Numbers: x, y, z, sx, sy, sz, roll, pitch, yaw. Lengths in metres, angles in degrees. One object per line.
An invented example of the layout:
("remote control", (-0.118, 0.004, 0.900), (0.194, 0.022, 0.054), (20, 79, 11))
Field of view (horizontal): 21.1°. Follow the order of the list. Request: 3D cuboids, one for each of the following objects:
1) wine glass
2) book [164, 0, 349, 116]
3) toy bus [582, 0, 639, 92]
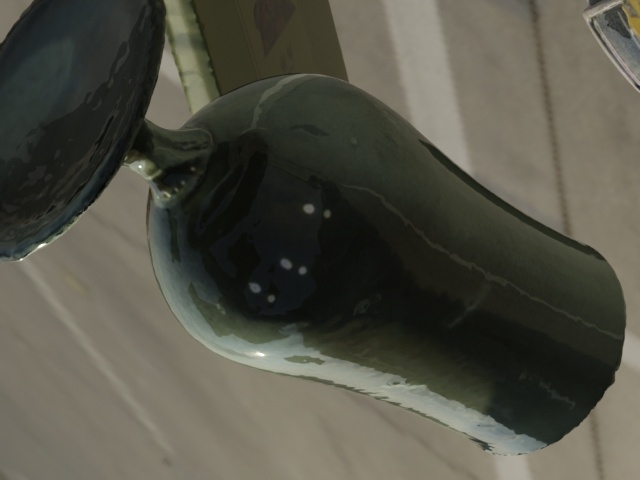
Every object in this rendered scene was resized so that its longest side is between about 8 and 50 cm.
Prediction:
("wine glass", (0.000, 0.000, 0.579), (0.231, 0.103, 0.103), (28, 175, -38))
("book", (-0.033, -0.119, 1.289), (0.035, 0.239, 0.352), (-2, 123, 23))
("toy bus", (0.335, -0.237, 1.258), (0.097, 0.342, 0.138), (52, 157, -8))
